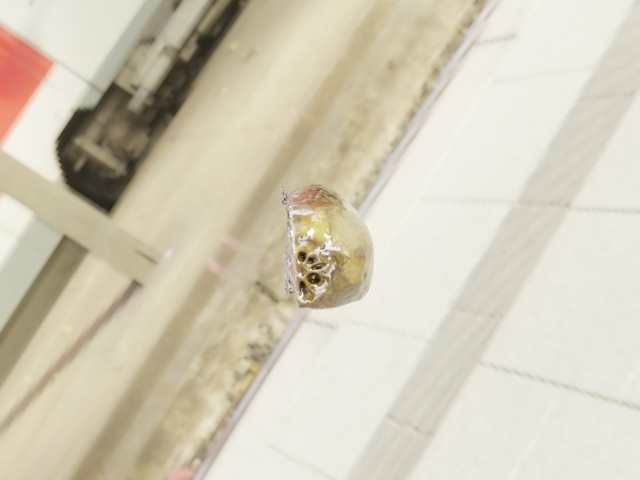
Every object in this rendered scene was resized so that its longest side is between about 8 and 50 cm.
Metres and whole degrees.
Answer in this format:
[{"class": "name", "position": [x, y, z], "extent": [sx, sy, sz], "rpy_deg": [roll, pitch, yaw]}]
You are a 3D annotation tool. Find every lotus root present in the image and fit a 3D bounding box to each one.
[{"class": "lotus root", "position": [0.002, 0.000, 0.496], "extent": [0.083, 0.030, 0.037], "rpy_deg": [-132, 39, -82]}]
